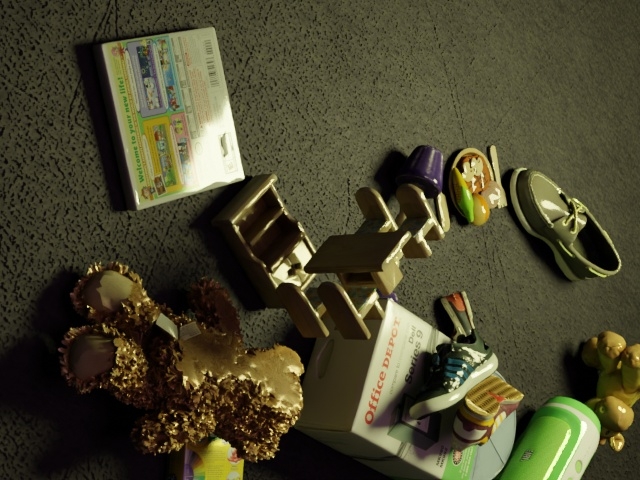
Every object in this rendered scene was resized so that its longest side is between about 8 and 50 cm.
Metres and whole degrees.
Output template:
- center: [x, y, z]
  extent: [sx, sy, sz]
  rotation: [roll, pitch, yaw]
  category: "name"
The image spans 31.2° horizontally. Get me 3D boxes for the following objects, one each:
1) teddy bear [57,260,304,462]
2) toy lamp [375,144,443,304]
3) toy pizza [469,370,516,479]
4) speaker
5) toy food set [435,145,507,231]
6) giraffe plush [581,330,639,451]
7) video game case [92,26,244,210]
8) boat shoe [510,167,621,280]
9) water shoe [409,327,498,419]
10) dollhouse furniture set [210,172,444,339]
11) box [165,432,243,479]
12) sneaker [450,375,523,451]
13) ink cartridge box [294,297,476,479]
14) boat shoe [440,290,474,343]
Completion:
- center: [-0.179, 0.157, 1.435]
  extent: [0.338, 0.113, 0.245]
  rotation: [13, 55, -42]
  category: "teddy bear"
- center: [0.130, -0.022, 1.784]
  extent: [0.080, 0.080, 0.274]
  rotation: [36, 64, -39]
  category: "toy lamp"
- center: [0.264, 0.312, 1.939]
  extent: [0.201, 0.032, 0.201]
  rotation: [1, 88, -47]
  category: "toy pizza"
- center: [0.378, 0.412, 1.984]
  extent: [0.296, 0.131, 0.131]
  rotation: [-51, 123, -35]
  category: "speaker"
- center: [0.267, -0.093, 1.954]
  extent: [0.192, 0.038, 0.132]
  rotation: [-22, 104, -44]
  category: "toy food set"
- center: [0.553, 0.296, 2.173]
  extent: [0.170, 0.181, 0.210]
  rotation: [-57, 161, -18]
  category: "giraffe plush"
- center: [-0.194, -0.162, 1.495]
  extent: [0.193, 0.023, 0.212]
  rotation: [-20, 103, -45]
  category: "video game case"
- center: [0.451, -0.031, 2.104]
  extent: [0.305, 0.091, 0.109]
  rotation: [45, 58, -35]
  category: "boat shoe"
- center: [0.179, 0.194, 1.668]
  extent: [0.203, 0.073, 0.080]
  rotation: [-26, 85, -50]
  category: "water shoe"
- center: [0.000, 0.000, 1.530]
  extent: [0.212, 0.242, 0.161]
  rotation: [-50, 122, -36]
  category: "dollhouse furniture set"
- center: [-0.154, 0.328, 1.502]
  extent: [0.105, 0.043, 0.179]
  rotation: [11, 82, -44]
  category: "box"
- center: [0.244, 0.262, 1.730]
  extent: [0.185, 0.069, 0.084]
  rotation: [-9, 129, -60]
  category: "sneaker"
- center: [0.116, 0.235, 1.725]
  extent: [0.289, 0.122, 0.211]
  rotation: [33, 64, -40]
  category: "ink cartridge box"
- center: [0.237, 0.150, 1.913]
  extent: [0.043, 0.049, 0.137]
  rotation: [-18, 109, -2]
  category: "boat shoe"
